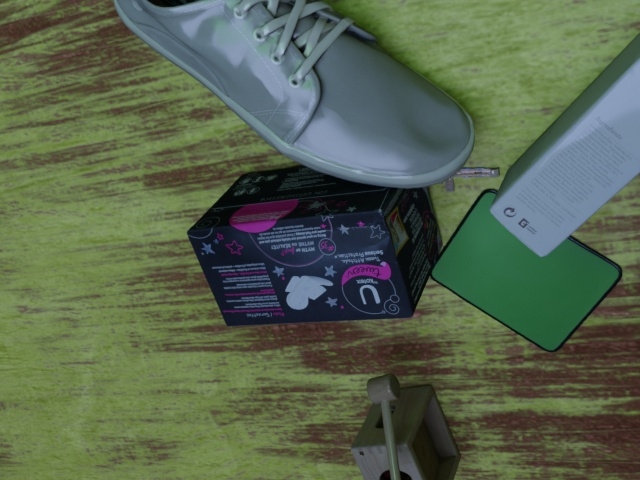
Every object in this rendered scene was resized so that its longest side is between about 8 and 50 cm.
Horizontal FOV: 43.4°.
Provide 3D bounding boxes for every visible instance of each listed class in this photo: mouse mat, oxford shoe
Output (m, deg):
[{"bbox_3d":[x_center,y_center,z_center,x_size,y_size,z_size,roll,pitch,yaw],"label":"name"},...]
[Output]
[{"bbox_3d":[0.242,0.040,0.970,0.189,0.007,0.153,33,124,5],"label":"mouse mat"},{"bbox_3d":[-0.036,-0.204,0.857,0.449,0.169,0.130,33,153,8],"label":"oxford shoe"}]

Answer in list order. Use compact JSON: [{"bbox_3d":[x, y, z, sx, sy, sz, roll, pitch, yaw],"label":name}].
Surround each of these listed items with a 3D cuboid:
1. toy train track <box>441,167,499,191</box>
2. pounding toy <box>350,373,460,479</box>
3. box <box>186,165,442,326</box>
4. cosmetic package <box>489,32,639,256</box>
[{"bbox_3d":[0.165,-0.077,0.936,0.083,0.014,0.048,0,117,23],"label":"toy train track"},{"bbox_3d":[0.089,0.264,1.051,0.094,0.181,0.206,-13,110,29],"label":"pounding toy"},{"bbox_3d":[0.000,0.000,0.959,0.247,0.163,0.142,-5,118,26],"label":"box"},{"bbox_3d":[0.282,-0.101,0.811,0.085,0.117,0.231,40,126,-2],"label":"cosmetic package"}]
